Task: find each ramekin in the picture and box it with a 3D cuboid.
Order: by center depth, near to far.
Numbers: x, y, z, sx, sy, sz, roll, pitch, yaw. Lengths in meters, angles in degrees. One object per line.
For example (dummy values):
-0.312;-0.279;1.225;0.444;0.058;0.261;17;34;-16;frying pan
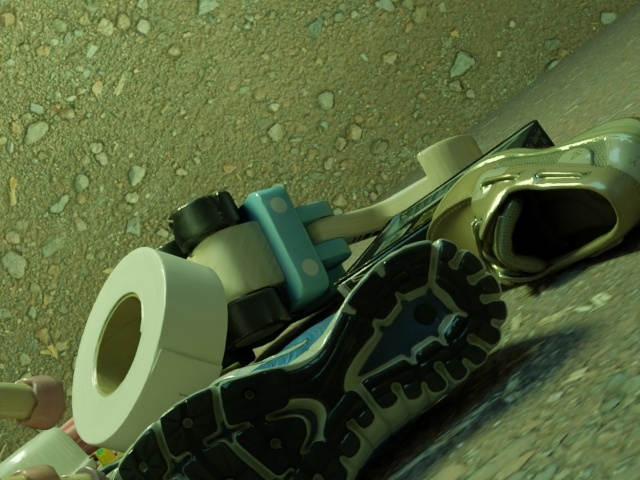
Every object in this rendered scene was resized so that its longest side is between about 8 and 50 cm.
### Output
-0.507;0.420;2.104;0.207;0.109;0.207;-37;3;2;ramekin

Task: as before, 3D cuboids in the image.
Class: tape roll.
-0.240;0.157;1.659;0.286;0.100;0.286;-37;42;44;tape roll

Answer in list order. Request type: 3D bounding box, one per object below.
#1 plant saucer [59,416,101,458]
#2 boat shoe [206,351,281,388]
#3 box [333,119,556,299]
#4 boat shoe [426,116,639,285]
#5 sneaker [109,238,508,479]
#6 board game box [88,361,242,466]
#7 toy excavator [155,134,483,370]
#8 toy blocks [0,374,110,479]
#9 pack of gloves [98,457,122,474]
-0.391;0.330;2.350;0.332;0.084;0.332;-36;3;3;plant saucer
-0.023;0.147;1.152;0.226;0.083;0.076;-20;1;37;boat shoe
0.165;-0.024;1.416;0.242;0.076;0.307;-36;3;22;box
0.172;-0.016;1.010;0.098;0.109;0.302;-38;8;-31;boat shoe
-0.009;0.136;0.866;0.330;0.130;0.147;-35;-12;-12;sneaker
-0.235;0.270;1.815;0.259;0.039;0.124;-32;-5;32;board game box
0.000;0.000;1.852;0.445;0.222;0.433;-18;-16;-35;toy excavator
-0.406;0.334;1.472;0.288;0.309;0.260;-12;-15;31;toy blocks
-0.355;0.382;1.736;0.195;0.046;0.232;-35;-7;22;pack of gloves
